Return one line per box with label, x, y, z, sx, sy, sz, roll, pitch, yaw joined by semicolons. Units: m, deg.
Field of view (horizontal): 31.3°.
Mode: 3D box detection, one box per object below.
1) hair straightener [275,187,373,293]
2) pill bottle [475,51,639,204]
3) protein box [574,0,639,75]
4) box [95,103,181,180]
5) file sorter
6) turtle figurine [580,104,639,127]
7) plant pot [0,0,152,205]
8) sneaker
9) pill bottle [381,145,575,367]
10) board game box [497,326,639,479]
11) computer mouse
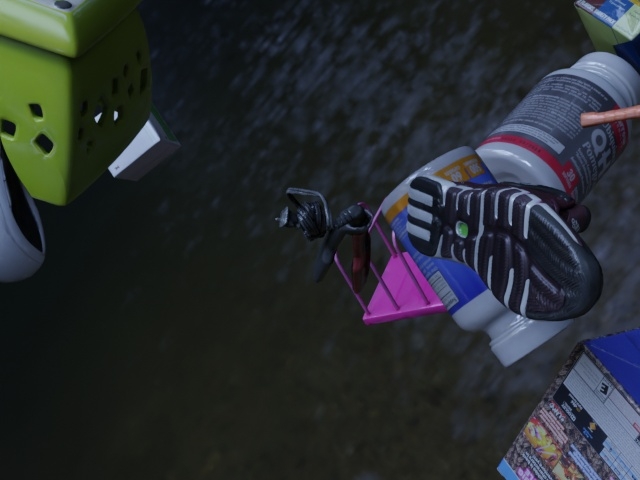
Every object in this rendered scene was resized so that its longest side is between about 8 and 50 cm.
hair straightener;0.000;0.000;0.999;0.230;0.089;0.047;78;-153;-79
pill bottle;0.376;-0.158;1.788;0.318;0.176;0.176;-46;18;-31
protein box;0.554;-0.369;1.851;0.201;0.200;0.136;-45;51;1
box;-0.299;-0.164;1.810;0.102;0.101;0.087;-37;-11;13
file sorter;0.200;0.011;2.190;0.291;0.182;0.202;-13;31;33
turtle figurine;0.350;-0.132;0.910;0.269;0.217;0.087;-29;54;19
plant pot;-0.311;-0.204;1.216;0.227;0.228;0.207;-62;-11;-53
sneaker;0.212;-0.009;1.075;0.281;0.163;0.106;36;125;58
pill bottle;0.213;0.025;1.506;0.152;0.272;0.152;-33;-11;-7
board game box;0.426;0.312;1.645;0.232;0.141;0.291;54;136;34
computer mouse;-0.245;-0.055;0.770;0.106;0.193;0.042;-17;15;16
